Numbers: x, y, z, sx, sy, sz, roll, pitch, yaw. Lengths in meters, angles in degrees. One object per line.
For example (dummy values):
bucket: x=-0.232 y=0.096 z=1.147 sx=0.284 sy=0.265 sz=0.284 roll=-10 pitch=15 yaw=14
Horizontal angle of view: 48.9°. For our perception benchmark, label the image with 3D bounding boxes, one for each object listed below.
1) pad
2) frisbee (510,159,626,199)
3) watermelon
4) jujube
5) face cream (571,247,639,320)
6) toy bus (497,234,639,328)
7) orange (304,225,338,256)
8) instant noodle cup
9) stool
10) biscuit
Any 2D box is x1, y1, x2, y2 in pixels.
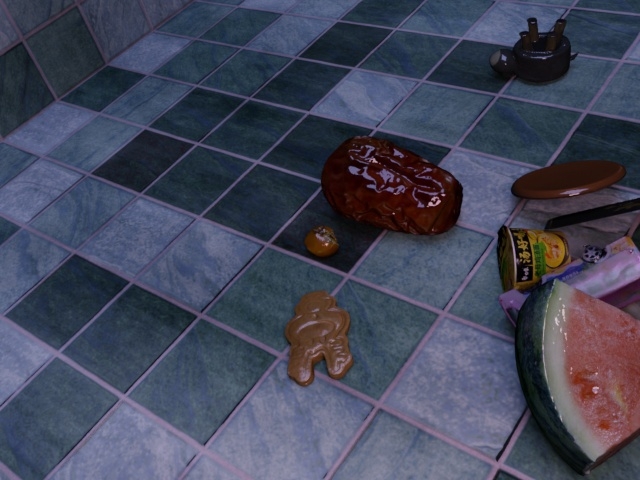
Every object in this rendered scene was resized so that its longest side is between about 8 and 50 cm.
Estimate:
pad: x=0.650 y=-0.105 z=1.453 sx=0.375 sy=0.063 sz=0.315 roll=-13 pitch=2 yaw=21
frisbee: x=0.556 y=-0.140 z=1.591 sx=0.250 sy=0.021 sz=0.251 roll=-13 pitch=16 yaw=4
watermelon: x=0.443 y=0.211 z=1.135 sx=0.292 sy=0.250 sz=0.283 roll=-30 pitch=53 yaw=28
jujube: x=0.167 y=-0.122 z=1.666 sx=0.342 sy=0.216 sz=0.216 roll=22 pitch=54 yaw=20
face cream: x=0.588 y=0.130 z=1.343 sx=0.137 sy=0.084 sz=0.341 roll=-25 pitch=36 yaw=7
toy bus: x=0.484 y=0.099 z=1.341 sx=0.273 sy=0.090 sz=0.112 roll=-29 pitch=40 yaw=16
orange: x=0.000 y=0.000 z=1.678 sx=0.086 sy=0.062 sz=0.086 roll=-12 pitch=42 yaw=11
instant noodle cup: x=0.435 y=0.038 z=1.439 sx=0.122 sy=0.152 sz=0.152 roll=-6 pitch=43 yaw=3
stool: x=0.598 y=-0.527 z=1.970 sx=0.227 sy=0.139 sz=0.153 roll=-19 pitch=41 yaw=-5
biscuit: x=-0.005 y=0.199 z=1.497 sx=0.143 sy=0.040 sz=0.236 roll=-8 pitch=45 yaw=2
